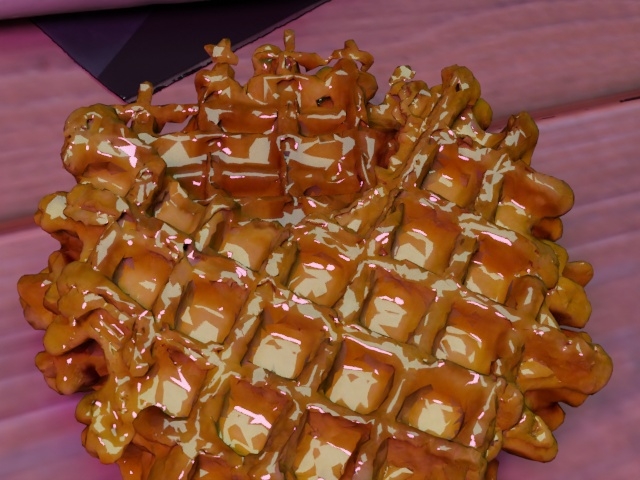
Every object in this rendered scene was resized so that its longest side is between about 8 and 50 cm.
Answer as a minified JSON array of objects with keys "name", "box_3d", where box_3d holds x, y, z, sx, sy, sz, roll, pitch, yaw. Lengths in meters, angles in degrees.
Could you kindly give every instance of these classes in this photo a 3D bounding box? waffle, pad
[{"name":"waffle","box_3d":[-0.003,0.013,0.436,0.193,0.070,0.197,-34,74,-21]},{"name":"pad","box_3d":[-0.058,-0.164,0.636,0.164,0.004,0.243,41,53,19]}]

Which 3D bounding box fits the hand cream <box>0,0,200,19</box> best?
[{"name":"hand cream","box_3d":[-0.133,-0.136,0.557,0.341,0.077,0.124,-9,55,-11]}]
